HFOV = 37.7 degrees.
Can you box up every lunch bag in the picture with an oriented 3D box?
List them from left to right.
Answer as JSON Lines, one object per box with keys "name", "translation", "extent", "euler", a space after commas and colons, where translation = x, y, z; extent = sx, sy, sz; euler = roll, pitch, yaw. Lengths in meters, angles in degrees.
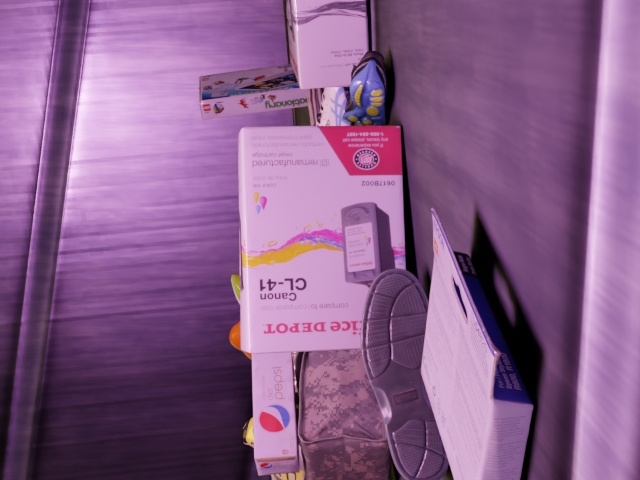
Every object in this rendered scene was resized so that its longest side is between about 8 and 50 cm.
{"name": "lunch bag", "translation": [0.041, 0.276, 1.653], "extent": [0.235, 0.169, 0.287], "euler": [85, -175, -52]}

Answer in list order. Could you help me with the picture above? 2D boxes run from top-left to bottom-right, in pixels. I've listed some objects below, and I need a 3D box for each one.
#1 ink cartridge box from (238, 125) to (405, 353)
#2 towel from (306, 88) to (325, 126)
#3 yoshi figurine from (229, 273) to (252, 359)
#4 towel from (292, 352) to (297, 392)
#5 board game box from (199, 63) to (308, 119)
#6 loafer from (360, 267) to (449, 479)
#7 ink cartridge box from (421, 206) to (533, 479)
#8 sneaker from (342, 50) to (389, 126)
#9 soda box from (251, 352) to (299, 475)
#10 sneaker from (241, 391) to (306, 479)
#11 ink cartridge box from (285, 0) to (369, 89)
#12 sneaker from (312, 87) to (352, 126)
{"name": "ink cartridge box", "translation": [0.000, 0.000, 1.298], "extent": [0.131, 0.226, 0.306], "euler": [139, 129, -81]}
{"name": "towel", "translation": [0.006, -0.236, 2.093], "extent": [0.282, 0.049, 0.187], "euler": [80, -177, -62]}
{"name": "yoshi figurine", "translation": [-0.040, 0.104, 1.934], "extent": [0.203, 0.203, 0.362], "euler": [59, 138, 26]}
{"name": "towel", "translation": [-0.022, 0.240, 1.831], "extent": [0.027, 0.110, 0.148], "euler": [23, -92, -78]}
{"name": "board game box", "translation": [-0.150, -0.378, 2.342], "extent": [0.193, 0.305, 0.053], "euler": [-102, 5, -60]}
{"name": "loafer", "translation": [0.104, 0.171, 1.190], "extent": [0.084, 0.096, 0.268], "euler": [71, -169, -84]}
{"name": "ink cartridge box", "translation": [0.144, 0.116, 0.885], "extent": [0.223, 0.045, 0.224], "euler": [-102, 9, -53]}
{"name": "sneaker", "translation": [0.073, -0.216, 1.368], "extent": [0.188, 0.067, 0.078], "euler": [95, -170, -75]}
{"name": "soda box", "translation": [-0.078, 0.290, 1.612], "extent": [0.069, 0.074, 0.216], "euler": [86, 179, -52]}
{"name": "sneaker", "translation": [-0.006, 0.461, 1.842], "extent": [0.385, 0.147, 0.145], "euler": [58, -151, -17]}
{"name": "ink cartridge box", "translation": [0.005, -0.409, 1.518], "extent": [0.211, 0.121, 0.289], "euler": [-105, 10, -66]}
{"name": "sneaker", "translation": [0.019, -0.228, 1.802], "extent": [0.085, 0.086, 0.237], "euler": [-98, 6, -50]}
